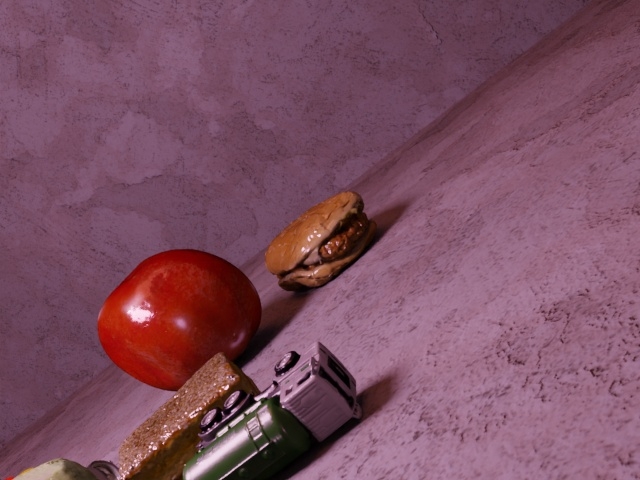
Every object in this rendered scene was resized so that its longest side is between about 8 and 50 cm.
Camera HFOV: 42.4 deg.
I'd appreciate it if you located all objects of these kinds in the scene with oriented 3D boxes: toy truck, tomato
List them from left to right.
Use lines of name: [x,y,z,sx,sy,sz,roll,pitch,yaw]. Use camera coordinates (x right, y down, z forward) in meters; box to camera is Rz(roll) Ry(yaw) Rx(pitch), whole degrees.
tomato: [-0.296,0.169,1.739,0.293,0.290,0.325,-50,15,-27]
toy truck: [-0.067,0.242,1.046,0.242,0.101,0.125,-39,13,11]

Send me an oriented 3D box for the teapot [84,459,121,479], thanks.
teapot: [-0.384,0.410,1.275,0.200,0.107,0.077,-52,9,32]

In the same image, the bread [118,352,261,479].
bread: [-0.194,0.295,1.272,0.234,0.110,0.184,-42,12,-9]

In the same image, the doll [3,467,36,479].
doll: [-0.570,0.504,1.674,0.200,0.105,0.336,-10,-5,-29]

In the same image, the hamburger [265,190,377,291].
hamburger: [0.000,0.000,1.896,0.259,0.144,0.283,-41,14,-34]

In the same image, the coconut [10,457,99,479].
coconut: [-0.383,0.416,1.091,0.236,0.204,0.236,-27,13,7]
